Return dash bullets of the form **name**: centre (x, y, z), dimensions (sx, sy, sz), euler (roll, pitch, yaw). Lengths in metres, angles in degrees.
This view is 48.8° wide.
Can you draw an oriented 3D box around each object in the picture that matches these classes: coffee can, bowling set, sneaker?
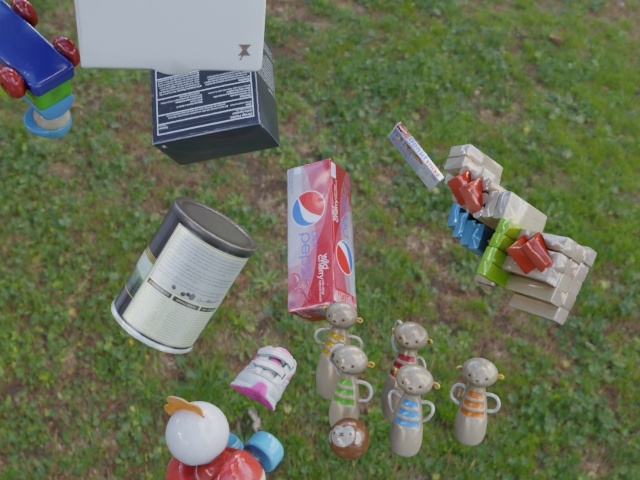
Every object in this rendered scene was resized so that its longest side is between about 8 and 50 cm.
- **coffee can**: centre (-0.292, 0.074, 1.509), dimensions (0.202, 0.275, 0.201), euler (32, 11, -7)
- **bowling set**: centre (0.093, 0.200, 0.958), dimensions (0.287, 0.154, 0.200), euler (12, 14, 20)
- **sneaker**: centre (-0.109, 0.268, 1.441), dimensions (0.103, 0.252, 0.111), euler (31, 87, -1)

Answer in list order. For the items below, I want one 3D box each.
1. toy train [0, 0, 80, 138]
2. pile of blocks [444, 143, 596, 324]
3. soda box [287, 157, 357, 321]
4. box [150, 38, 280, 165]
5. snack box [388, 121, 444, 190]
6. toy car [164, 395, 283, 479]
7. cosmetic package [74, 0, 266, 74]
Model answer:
- **toy train**: centre (-0.434, -0.256, 0.962), dimensions (0.248, 0.143, 0.105), euler (42, 61, 12)
- **pile of blocks**: centre (0.236, -0.023, 1.021), dimensions (0.113, 0.149, 0.362), euler (28, 20, -30)
- **soda box**: centre (0.000, 0.000, 1.203), dimensions (0.092, 0.083, 0.263), euler (-13, 66, 26)
- **box**: centre (-0.279, -0.380, 1.858), dimensions (0.296, 0.183, 0.294), euler (-9, 74, 13)
- **snack box**: centre (0.238, -0.210, 1.766), dimensions (0.022, 0.064, 0.178), euler (-34, 82, -20)
- **toy car**: centre (-0.226, 0.376, 1.289), dimensions (0.210, 0.238, 0.219), euler (-12, 19, 40)
- **cosmetic package**: centre (-0.183, -0.355, 0.828), dimensions (0.197, 0.155, 0.365), euler (-3, 44, -15)
